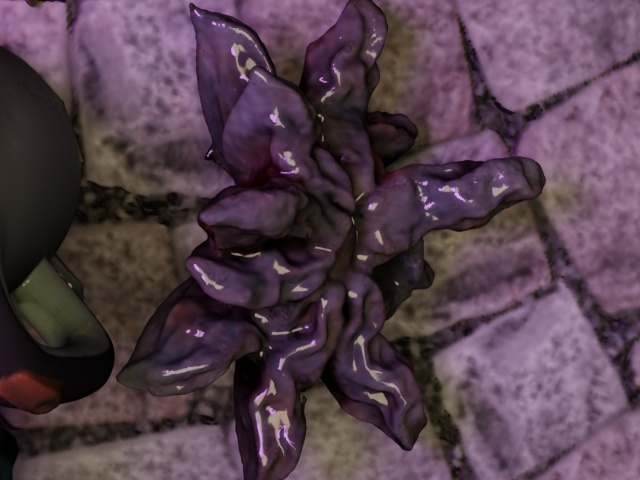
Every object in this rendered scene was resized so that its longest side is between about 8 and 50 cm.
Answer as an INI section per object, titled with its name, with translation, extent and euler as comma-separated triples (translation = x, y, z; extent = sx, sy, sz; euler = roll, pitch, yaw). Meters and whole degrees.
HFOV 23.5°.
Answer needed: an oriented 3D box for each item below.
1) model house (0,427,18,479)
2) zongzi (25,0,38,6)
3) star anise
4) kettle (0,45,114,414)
[model house]
translation = -0.304, 0.199, 0.712
extent = 0.253, 0.184, 0.291
euler = 30, 65, -42
[zongzi]
translation = -0.274, -0.277, 0.830
extent = 0.260, 0.123, 0.289
euler = 16, 139, 23
[star anise]
translation = -0.004, 0.001, 0.828
extent = 0.212, 0.129, 0.282
euler = 21, 88, -36
[kettle]
translation = -0.194, -0.010, 0.764
extent = 0.240, 0.255, 0.165
euler = 44, 91, -5
